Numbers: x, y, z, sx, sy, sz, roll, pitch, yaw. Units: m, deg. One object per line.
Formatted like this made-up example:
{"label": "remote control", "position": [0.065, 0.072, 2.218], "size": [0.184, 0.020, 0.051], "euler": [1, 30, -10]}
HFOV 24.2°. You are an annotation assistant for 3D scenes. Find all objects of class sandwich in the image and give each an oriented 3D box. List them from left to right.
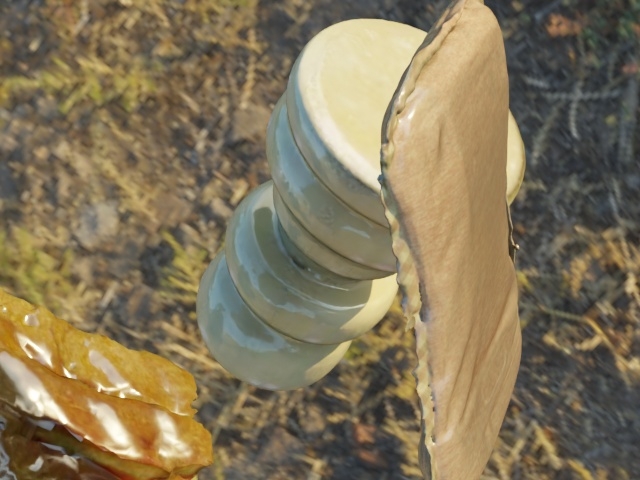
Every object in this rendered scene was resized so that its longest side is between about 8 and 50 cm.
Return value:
{"label": "sandwich", "position": [-0.252, 0.146, 0.865], "size": [0.325, 0.262, 0.131], "euler": [-39, 37, 37]}

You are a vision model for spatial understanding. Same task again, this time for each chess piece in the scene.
{"label": "chess piece", "position": [0.000, 0.000, 1.055], "size": [0.299, 0.167, 0.167], "euler": [-53, 45, 46]}

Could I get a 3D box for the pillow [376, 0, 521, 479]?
{"label": "pillow", "position": [0.058, 0.006, 0.625], "size": [0.034, 0.211, 0.135], "euler": [4, 32, 19]}
